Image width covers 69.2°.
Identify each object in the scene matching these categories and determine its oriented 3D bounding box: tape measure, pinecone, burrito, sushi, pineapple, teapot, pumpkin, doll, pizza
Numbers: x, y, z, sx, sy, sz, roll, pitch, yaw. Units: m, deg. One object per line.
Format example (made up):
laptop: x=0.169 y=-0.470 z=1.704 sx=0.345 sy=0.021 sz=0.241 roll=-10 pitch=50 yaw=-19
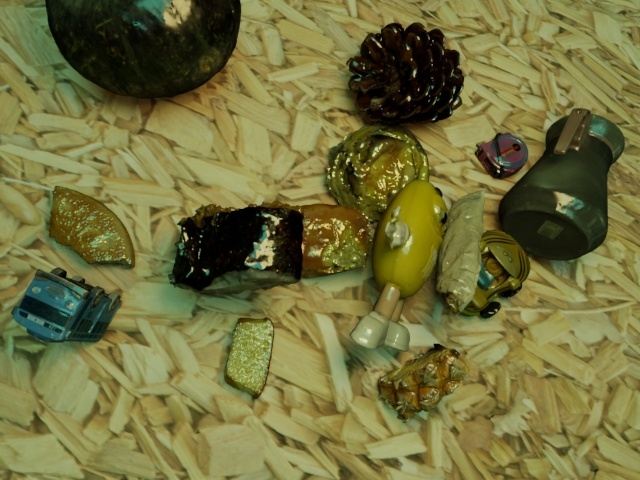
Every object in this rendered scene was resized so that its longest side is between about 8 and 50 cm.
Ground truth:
tape measure: x=0.510 y=-0.240 z=1.297 sx=0.118 sy=0.074 sz=0.125 roll=-26 pitch=75 yaw=-9
pinecone: x=0.216 y=-0.437 z=1.212 sx=0.295 sy=0.242 sz=0.298 roll=-18 pitch=51 yaw=-39
burrito: x=0.330 y=0.019 z=1.096 sx=0.076 sy=0.117 sz=0.392 roll=34 pitch=46 yaw=-10
sushi: x=-0.192 y=0.013 z=0.987 sx=0.234 sy=0.348 sz=0.208 roll=13 pitch=73 yaw=-47
pineapple: x=0.248 y=0.319 z=1.076 sx=0.236 sy=0.186 sz=0.115 roll=-38 pitch=85 yaw=28
teapot: x=0.626 y=-0.156 z=1.191 sx=0.253 sy=0.300 sz=0.344 roll=16 pitch=62 yaw=33
pumpkin: x=-0.408 y=-0.546 z=1.105 sx=0.453 sy=0.344 sz=0.455 roll=-2 pitch=72 yaw=8
doll: x=0.177 y=0.056 z=1.057 sx=0.161 sy=0.348 sz=0.424 roll=14 pitch=110 yaw=20
pizza: x=-0.543 y=-0.025 z=1.096 sx=0.271 sy=0.056 sz=0.134 roll=34 pitch=71 yaw=0

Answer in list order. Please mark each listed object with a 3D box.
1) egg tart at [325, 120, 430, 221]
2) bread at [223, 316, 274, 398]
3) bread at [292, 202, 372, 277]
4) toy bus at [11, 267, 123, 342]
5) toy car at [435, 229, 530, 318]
egg tart: x=0.155 y=-0.187 z=1.209 sx=0.296 sy=0.132 sz=0.298 roll=1 pitch=81 yaw=-7
bread: x=-0.163 y=0.266 z=1.073 sx=0.103 sy=0.065 sz=0.188 roll=15 pitch=75 yaw=-10
bread: x=0.000 y=0.000 z=1.130 sx=0.249 sy=0.133 sz=0.179 roll=2 pitch=71 yaw=-9
toy bus: x=-0.516 y=0.143 z=0.963 sx=0.116 sy=0.234 sz=0.134 roll=26 pitch=76 yaw=-1
toy car: x=0.416 y=0.075 z=1.162 sx=0.247 sy=0.142 sz=0.200 roll=-40 pitch=84 yaw=-15
